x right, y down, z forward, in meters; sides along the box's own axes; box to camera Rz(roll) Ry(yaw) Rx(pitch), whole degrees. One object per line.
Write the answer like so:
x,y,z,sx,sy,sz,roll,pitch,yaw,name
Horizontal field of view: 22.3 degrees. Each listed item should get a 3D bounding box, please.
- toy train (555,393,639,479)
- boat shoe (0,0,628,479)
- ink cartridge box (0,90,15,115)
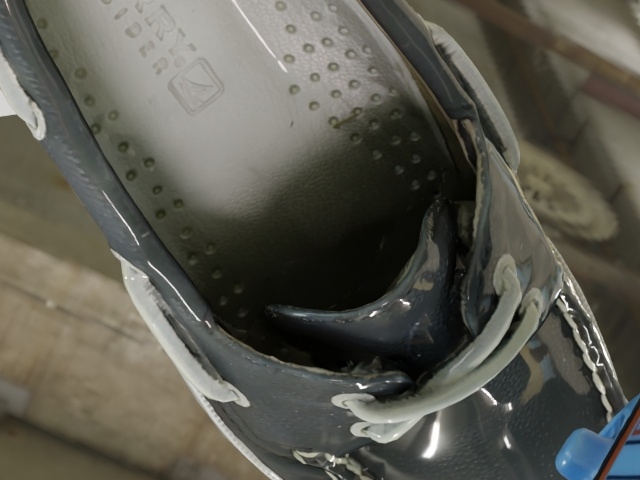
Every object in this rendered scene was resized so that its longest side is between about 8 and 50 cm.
0.062,0.101,0.330,0.080,0.184,0.105,32,171,4,toy train
0.000,0.000,0.417,0.302,0.114,0.091,47,177,-24,boat shoe
-0.202,-0.186,0.717,0.211,0.121,0.289,-6,-129,18,ink cartridge box
